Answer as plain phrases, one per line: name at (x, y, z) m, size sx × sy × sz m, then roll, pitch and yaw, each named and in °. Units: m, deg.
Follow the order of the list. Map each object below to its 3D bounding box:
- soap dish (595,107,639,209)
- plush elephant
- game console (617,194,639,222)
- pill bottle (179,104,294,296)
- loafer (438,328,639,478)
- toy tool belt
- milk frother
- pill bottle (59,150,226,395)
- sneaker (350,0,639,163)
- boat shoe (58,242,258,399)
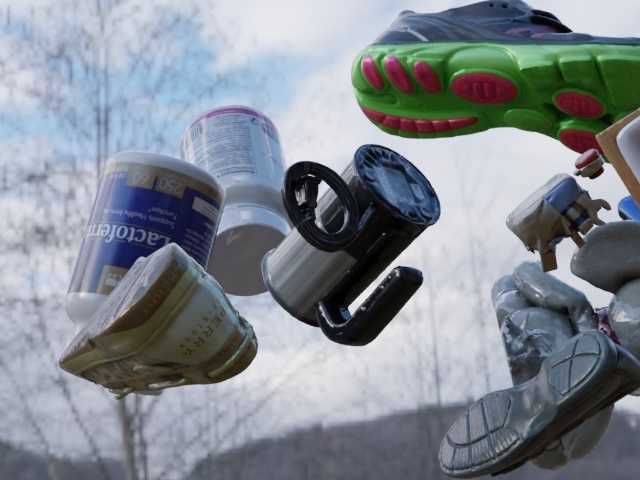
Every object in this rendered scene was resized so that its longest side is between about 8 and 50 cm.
soap dish at (0.458, -0.045, 1.396) m, size 0.229 × 0.291 × 0.118 m, roll -32°, pitch -9°, yaw 14°
plush elephant at (0.362, 0.128, 1.723) m, size 0.255 × 0.272 × 0.330 m, roll -13°, pitch -14°, yaw 6°
game console at (0.577, 0.047, 1.850) m, size 0.250 × 0.293 × 0.173 m, roll -15°, pitch -57°, yaw -12°
pill bottle at (-0.120, -0.060, 1.996) m, size 0.160 × 0.283 × 0.160 m, roll -5°, pitch -50°, yaw -6°
loafer at (0.245, 0.200, 1.508) m, size 0.084 × 0.096 × 0.267 m, roll 28°, pitch -50°, yaw -27°
toy tool belt at (0.177, -0.020, 0.961) m, size 0.083 × 0.051 × 0.052 m, roll -40°, pitch 11°, yaw 1°
milk frother at (0.000, 0.000, 1.051) m, size 0.143 × 0.129 × 0.135 m, roll 25°, pitch -55°, yaw -24°
pill bottle at (-0.214, 0.040, 1.611) m, size 0.153 × 0.265 × 0.153 m, roll 12°, pitch -16°, yaw 3°
sneaker at (0.281, -0.221, 1.679) m, size 0.482 × 0.202 × 0.185 m, roll 10°, pitch -41°, yaw 16°
boat shoe at (-0.119, 0.072, 0.978) m, size 0.089 × 0.104 × 0.285 m, roll 38°, pitch -13°, yaw -9°
